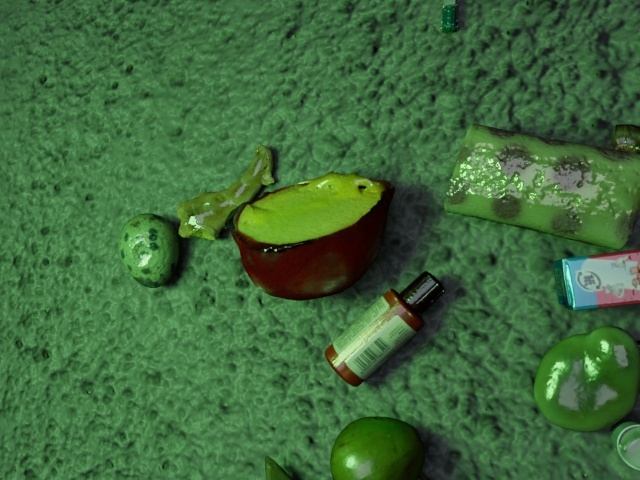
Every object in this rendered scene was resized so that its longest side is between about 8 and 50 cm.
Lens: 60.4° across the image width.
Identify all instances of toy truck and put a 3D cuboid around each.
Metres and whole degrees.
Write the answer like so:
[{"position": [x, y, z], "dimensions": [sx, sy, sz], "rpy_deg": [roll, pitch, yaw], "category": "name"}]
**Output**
[{"position": [0.290, -0.508, 1.237], "dimensions": [0.039, 0.044, 0.083], "rpy_deg": [2, 82, 15], "category": "toy truck"}]

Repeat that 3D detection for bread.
[{"position": [0.430, -0.106, 1.069], "dimensions": [0.339, 0.155, 0.187], "rpy_deg": [16, 91, 19], "category": "bread"}]

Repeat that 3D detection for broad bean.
[{"position": [0.509, 0.256, 1.023], "dimensions": [0.228, 0.100, 0.169], "rpy_deg": [-35, 64, 22], "category": "broad bean"}]

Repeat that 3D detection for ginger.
[{"position": [-0.224, -0.112, 1.324], "dimensions": [0.294, 0.086, 0.131], "rpy_deg": [-44, 62, -2], "category": "ginger"}]

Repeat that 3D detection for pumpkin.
[{"position": [0.616, -0.183, 1.086], "dimensions": [0.073, 0.035, 0.101], "rpy_deg": [9, 60, 25], "category": "pumpkin"}]

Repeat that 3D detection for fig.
[{"position": [0.114, 0.434, 1.076], "dimensions": [0.191, 0.181, 0.181], "rpy_deg": [-32, 73, 4], "category": "fig"}]

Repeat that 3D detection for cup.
[{"position": [0.569, 0.365, 0.969], "dimensions": [0.104, 0.116, 0.074], "rpy_deg": [29, 90, 21], "category": "cup"}]

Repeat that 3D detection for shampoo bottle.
[{"position": [0.140, 0.175, 1.142], "dimensions": [0.278, 0.104, 0.104], "rpy_deg": [-44, 71, 7], "category": "shampoo bottle"}]

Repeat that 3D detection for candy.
[{"position": [0.593, 0.059, 0.987], "dimensions": [0.306, 0.157, 0.100], "rpy_deg": [-9, 83, 17], "category": "candy"}]

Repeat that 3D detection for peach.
[{"position": [0.000, 0.000, 1.172], "dimensions": [0.362, 0.201, 0.257], "rpy_deg": [-21, 36, 0], "category": "peach"}]

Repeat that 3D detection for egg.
[{"position": [-0.412, 0.025, 1.325], "dimensions": [0.141, 0.141, 0.181], "rpy_deg": [-7, 90, 17], "category": "egg"}]

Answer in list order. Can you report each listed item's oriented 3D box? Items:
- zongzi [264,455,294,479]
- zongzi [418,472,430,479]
[{"position": [0.048, 0.592, 1.089], "dimensions": [0.323, 0.160, 0.360], "rpy_deg": [-14, 71, 9], "category": "zongzi"}, {"position": [0.198, 0.515, 1.111], "dimensions": [0.076, 0.040, 0.083], "rpy_deg": [38, 111, 26], "category": "zongzi"}]
